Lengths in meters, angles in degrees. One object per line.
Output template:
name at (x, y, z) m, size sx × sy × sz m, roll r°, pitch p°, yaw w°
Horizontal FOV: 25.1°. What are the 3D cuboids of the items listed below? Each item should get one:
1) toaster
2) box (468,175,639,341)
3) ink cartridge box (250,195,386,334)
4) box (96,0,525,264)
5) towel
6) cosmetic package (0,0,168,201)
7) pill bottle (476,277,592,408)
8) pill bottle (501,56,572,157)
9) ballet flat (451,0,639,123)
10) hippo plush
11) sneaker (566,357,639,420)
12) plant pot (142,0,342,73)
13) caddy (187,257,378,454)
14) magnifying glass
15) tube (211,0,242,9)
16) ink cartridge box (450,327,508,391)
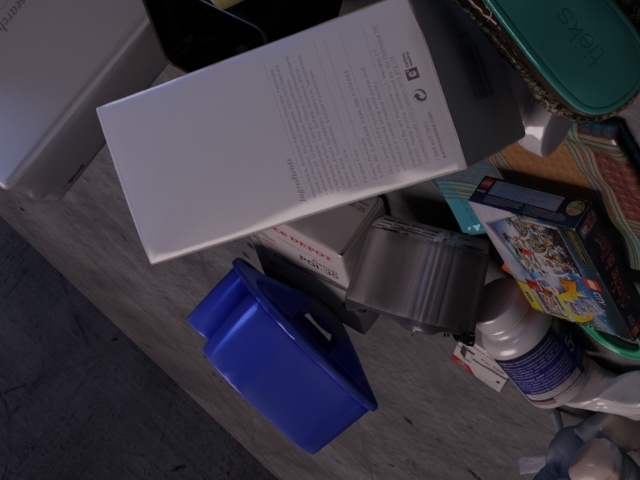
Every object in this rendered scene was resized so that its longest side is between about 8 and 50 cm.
toaster at (0.143, 0.052, 2.000) m, size 0.129 × 0.146 × 0.227 m, roll 12°, pitch -178°, yaw -39°
box at (0.295, 0.023, 1.762) m, size 0.159 × 0.044 × 0.233 m, roll 17°, pitch 153°, yaw 42°
ink cartridge box at (0.000, 0.000, 2.219) m, size 0.207 × 0.117 × 0.283 m, roll 29°, pitch 161°, yaw 22°
box at (-0.006, -0.116, 1.416) m, size 0.345 × 0.215 × 0.168 m, roll -17°, pitch 95°, yaw 25°
towel at (0.255, -0.069, 1.736) m, size 0.370 × 0.040 × 0.271 m, roll 15°, pitch 152°, yaw 47°
cosmetic package at (-0.415, -0.295, 1.822) m, size 0.394 × 0.327 × 0.329 m, roll 38°, pitch 179°, yaw 0°
pill bottle at (0.295, 0.143, 2.045) m, size 0.186 × 0.112 × 0.112 m, roll 48°, pitch 158°, yaw -30°
pill bottle at (0.163, -0.174, 1.522) m, size 0.216 × 0.121 × 0.121 m, roll 30°, pitch 160°, yaw 22°
ballet flat at (0.126, -0.300, 1.289) m, size 0.483 × 0.164 × 0.182 m, roll 47°, pitch -175°, yaw -30°
hippo plush at (0.446, 0.404, 2.201) m, size 0.236 × 0.234 × 0.294 m, roll 39°, pitch 160°, yaw -4°
sneaker at (0.426, 0.227, 2.082) m, size 0.094 × 0.080 × 0.212 m, roll 36°, pitch 164°, yaw -34°
plant pot at (-0.077, -0.279, 1.634) m, size 0.187 × 0.167 × 0.188 m, roll 29°, pitch 160°, yaw 22°
caddy at (-0.047, 0.171, 2.272) m, size 0.341 × 0.179 × 0.241 m, roll 46°, pitch -176°, yaw -29°
magnifying glass at (0.350, 0.091, 1.962) m, size 0.231 × 0.026 × 0.092 m, roll 35°, pitch 161°, yaw 9°
tube at (-0.012, -0.311, 1.453) m, size 0.070 × 0.240 × 0.062 m, roll 6°, pitch -117°, yaw -69°
ink cartridge box at (0.266, 0.174, 2.253) m, size 0.099 × 0.056 × 0.135 m, roll 34°, pitch 161°, yaw 11°
